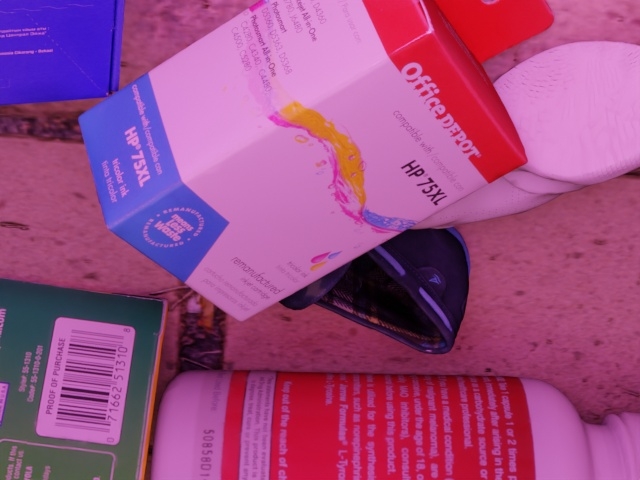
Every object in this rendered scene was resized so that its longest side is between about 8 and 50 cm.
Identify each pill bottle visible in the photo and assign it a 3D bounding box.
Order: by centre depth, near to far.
[{"bbox_3d":[0.077,0.219,1.046,0.407,0.229,0.229,1,148,1],"label":"pill bottle"}]

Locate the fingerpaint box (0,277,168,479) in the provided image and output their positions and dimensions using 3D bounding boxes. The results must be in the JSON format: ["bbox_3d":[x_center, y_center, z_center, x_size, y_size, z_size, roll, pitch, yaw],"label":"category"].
[{"bbox_3d":[-0.234,0.311,1.004,0.163,0.445,0.371,8,148,-7],"label":"fingerpaint box"}]

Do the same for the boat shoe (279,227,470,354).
[{"bbox_3d":[0.000,0.000,0.829,0.258,0.089,0.109,19,144,-26],"label":"boat shoe"}]

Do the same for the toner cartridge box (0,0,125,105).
[{"bbox_3d":[-0.262,-0.127,0.577,0.347,0.075,0.165,-6,149,-16],"label":"toner cartridge box"}]

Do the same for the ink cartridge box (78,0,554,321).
[{"bbox_3d":[0.012,-0.063,0.675,0.231,0.078,0.134,-30,145,14],"label":"ink cartridge box"}]

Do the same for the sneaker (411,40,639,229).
[{"bbox_3d":[0.128,-0.052,0.770,0.212,0.080,0.094,-15,157,36],"label":"sneaker"}]
